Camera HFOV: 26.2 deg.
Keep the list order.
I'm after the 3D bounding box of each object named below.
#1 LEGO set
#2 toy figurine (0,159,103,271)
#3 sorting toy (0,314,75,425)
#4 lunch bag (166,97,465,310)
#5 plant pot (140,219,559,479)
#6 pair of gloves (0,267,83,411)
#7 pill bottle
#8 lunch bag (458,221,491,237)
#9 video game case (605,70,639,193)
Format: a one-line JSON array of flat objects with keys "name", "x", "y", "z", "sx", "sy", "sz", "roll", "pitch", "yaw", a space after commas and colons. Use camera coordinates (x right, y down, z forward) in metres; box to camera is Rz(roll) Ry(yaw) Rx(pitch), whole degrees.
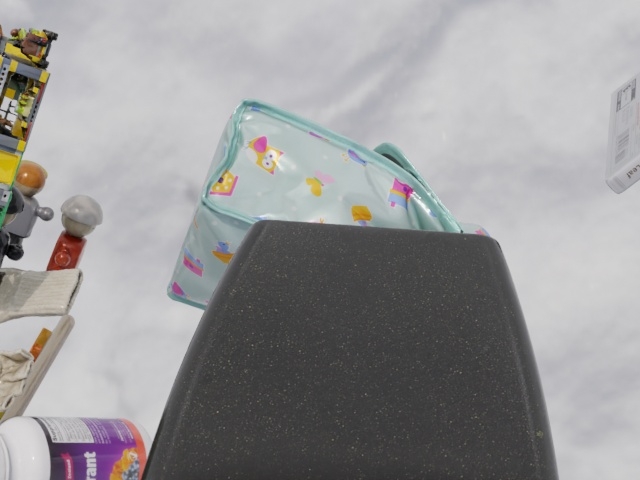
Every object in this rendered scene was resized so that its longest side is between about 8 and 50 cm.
[{"name": "LEGO set", "x": -0.451, "y": -0.121, "z": 1.600, "sx": 0.192, "sy": 0.255, "sz": 0.331, "roll": 18, "pitch": 103, "yaw": -19}, {"name": "toy figurine", "x": -0.429, "y": -0.033, "z": 1.884, "sx": 0.213, "sy": 0.209, "sz": 0.148, "roll": 7, "pitch": 112, "yaw": -46}, {"name": "sorting toy", "x": -0.440, "y": 0.216, "z": 2.025, "sx": 0.038, "sy": 0.193, "sz": 0.208, "roll": 31, "pitch": 145, "yaw": -9}, {"name": "lunch bag", "x": 0.000, "y": 0.000, "z": 1.390, "sx": 0.262, "sy": 0.160, "sz": 0.223, "roll": 19, "pitch": 149, "yaw": -5}, {"name": "plant pot", "x": 0.020, "y": 0.093, "z": 0.698, "sx": 0.187, "sy": 0.167, "sz": 0.188, "roll": 4, "pitch": 152, "yaw": 3}, {"name": "pair of gloves", "x": -0.408, "y": 0.116, "z": 1.627, "sx": 0.204, "sy": 0.240, "sz": 0.042, "roll": -3, "pitch": 133, "yaw": 26}, {"name": "pill bottle", "x": -0.275, "y": 0.234, "z": 1.404, "sx": 0.193, "sy": 0.108, "sz": 0.108, "roll": 7, "pitch": 136, "yaw": -40}, {"name": "lunch bag", "x": 0.093, "y": 0.111, "z": 1.557, "sx": 0.279, "sy": 0.224, "sz": 0.108, "roll": -27, "pitch": 157, "yaw": 31}, {"name": "video game case", "x": 0.351, "y": -0.150, "z": 1.296, "sx": 0.023, "sy": 0.212, "sz": 0.193, "roll": 44, "pitch": 119, "yaw": -11}]
